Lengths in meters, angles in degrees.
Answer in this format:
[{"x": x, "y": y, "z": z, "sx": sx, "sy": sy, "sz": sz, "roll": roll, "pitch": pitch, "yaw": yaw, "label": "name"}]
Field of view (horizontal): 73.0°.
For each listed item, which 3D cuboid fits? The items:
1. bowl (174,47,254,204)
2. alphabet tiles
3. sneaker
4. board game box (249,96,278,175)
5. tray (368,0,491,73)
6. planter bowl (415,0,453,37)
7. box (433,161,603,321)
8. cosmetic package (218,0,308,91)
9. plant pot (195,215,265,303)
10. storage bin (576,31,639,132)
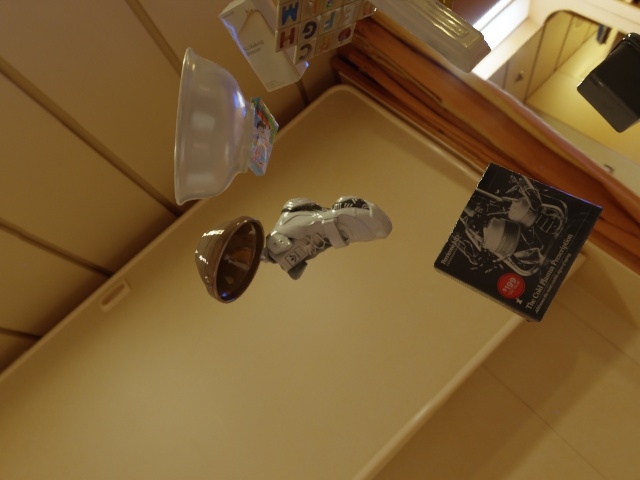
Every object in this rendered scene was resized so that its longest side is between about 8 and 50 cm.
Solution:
[{"x": -0.207, "y": -0.213, "z": 0.862, "sx": 0.134, "sy": 0.298, "sz": 0.298, "roll": 4, "pitch": -46, "yaw": -15, "label": "bowl"}, {"x": 0.032, "y": -0.521, "z": 0.880, "sx": 0.285, "sy": 0.011, "sz": 0.343, "roll": -32, "pitch": -16, "yaw": -22, "label": "alphabet tiles"}, {"x": 0.000, "y": 0.000, "z": 1.125, "sx": 0.210, "sy": 0.365, "sz": 0.137, "roll": -57, "pitch": -48, "yaw": -27, "label": "sneaker"}, {"x": -0.216, "y": -0.355, "z": 1.492, "sx": 0.160, "sy": 0.039, "sz": 0.212, "roll": 49, "pitch": -129, "yaw": -60, "label": "board game box"}, {"x": 0.219, "y": -0.446, "z": 0.864, "sx": 0.145, "sy": 0.270, "sz": 0.030, "roll": -46, "pitch": -7, "yaw": -37, "label": "tray"}, {"x": 0.376, "y": -0.787, "z": 1.433, "sx": 0.217, "sy": 0.090, "sz": 0.217, "roll": -17, "pitch": -65, "yaw": -41, "label": "planter bowl"}, {"x": 0.547, "y": 0.009, "z": 1.243, "sx": 0.343, "sy": 0.312, "sz": 0.179, "roll": -61, "pitch": -22, "yaw": 0, "label": "box"}, {"x": -0.194, "y": -0.705, "z": 1.535, "sx": 0.309, "sy": 0.160, "sz": 0.113, "roll": 51, "pitch": -135, "yaw": -36, "label": "cosmetic package"}, {"x": -0.253, "y": 0.039, "z": 1.150, "sx": 0.237, "sy": 0.109, "sz": 0.238, "roll": 18, "pitch": -90, "yaw": -72, "label": "plant pot"}, {"x": 0.494, "y": -0.245, "z": 0.706, "sx": 0.091, "sy": 0.135, "sz": 0.098, "roll": -35, "pitch": -13, "yaw": -1, "label": "storage bin"}]
